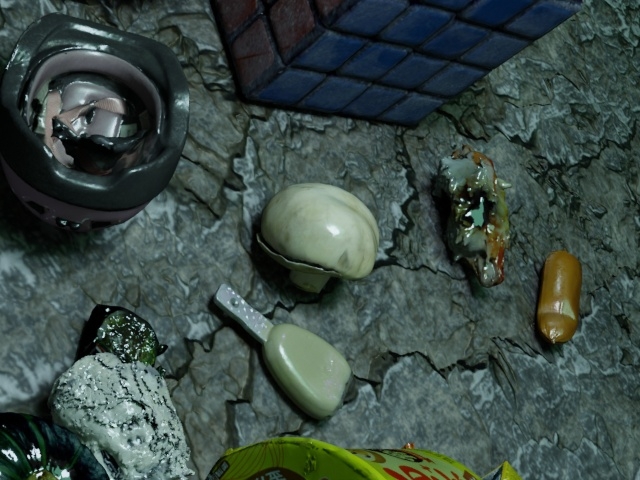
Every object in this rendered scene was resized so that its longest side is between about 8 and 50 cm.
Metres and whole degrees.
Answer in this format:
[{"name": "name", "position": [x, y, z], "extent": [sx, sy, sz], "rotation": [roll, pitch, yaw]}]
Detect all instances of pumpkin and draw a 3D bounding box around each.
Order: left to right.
[{"name": "pumpkin", "position": [-0.263, 0.241, 1.237], "extent": [0.202, 0.140, 0.202], "rotation": [29, 44, -32]}]

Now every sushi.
[{"name": "sushi", "position": [-0.201, 0.116, 1.459], "extent": [0.085, 0.056, 0.083], "rotation": [28, 36, -24]}, {"name": "sushi", "position": [0.208, -0.043, 1.949], "extent": [0.103, 0.097, 0.226], "rotation": [10, 54, -37]}]

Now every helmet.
[{"name": "helmet", "position": [-0.245, -0.109, 1.505], "extent": [0.198, 0.154, 0.253], "rotation": [14, 32, -15]}]

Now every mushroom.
[{"name": "mushroom", "position": [0.000, 0.000, 1.702], "extent": [0.154, 0.122, 0.154], "rotation": [16, 17, -5]}]

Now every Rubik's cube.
[{"name": "Rubik's cube", "position": [0.074, -0.383, 1.873], "extent": [0.337, 0.344, 0.343], "rotation": [5, 61, -44]}]

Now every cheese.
[{"name": "cheese", "position": [-0.046, 0.117, 1.624], "extent": [0.192, 0.037, 0.097], "rotation": [43, 39, -15]}]

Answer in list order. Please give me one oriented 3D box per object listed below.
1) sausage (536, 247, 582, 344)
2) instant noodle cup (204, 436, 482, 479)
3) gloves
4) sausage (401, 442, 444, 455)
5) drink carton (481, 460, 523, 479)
[{"name": "sausage", "position": [0.336, 0.082, 2.024], "extent": [0.062, 0.054, 0.183], "rotation": [12, 50, 0]}, {"name": "instant noodle cup", "position": [0.040, 0.325, 1.383], "extent": [0.221, 0.311, 0.311], "rotation": [1, 62, -57]}, {"name": "gloves", "position": [-0.189, 0.178, 1.382], "extent": [0.114, 0.070, 0.153], "rotation": [-30, 89, -14]}, {"name": "sausage", "position": [0.164, 0.333, 1.653], "extent": [0.071, 0.071, 0.234], "rotation": [-28, 84, -51]}, {"name": "drink carton", "position": [0.256, 0.365, 1.716], "extent": [0.200, 0.084, 0.074], "rotation": [50, 16, -4]}]
